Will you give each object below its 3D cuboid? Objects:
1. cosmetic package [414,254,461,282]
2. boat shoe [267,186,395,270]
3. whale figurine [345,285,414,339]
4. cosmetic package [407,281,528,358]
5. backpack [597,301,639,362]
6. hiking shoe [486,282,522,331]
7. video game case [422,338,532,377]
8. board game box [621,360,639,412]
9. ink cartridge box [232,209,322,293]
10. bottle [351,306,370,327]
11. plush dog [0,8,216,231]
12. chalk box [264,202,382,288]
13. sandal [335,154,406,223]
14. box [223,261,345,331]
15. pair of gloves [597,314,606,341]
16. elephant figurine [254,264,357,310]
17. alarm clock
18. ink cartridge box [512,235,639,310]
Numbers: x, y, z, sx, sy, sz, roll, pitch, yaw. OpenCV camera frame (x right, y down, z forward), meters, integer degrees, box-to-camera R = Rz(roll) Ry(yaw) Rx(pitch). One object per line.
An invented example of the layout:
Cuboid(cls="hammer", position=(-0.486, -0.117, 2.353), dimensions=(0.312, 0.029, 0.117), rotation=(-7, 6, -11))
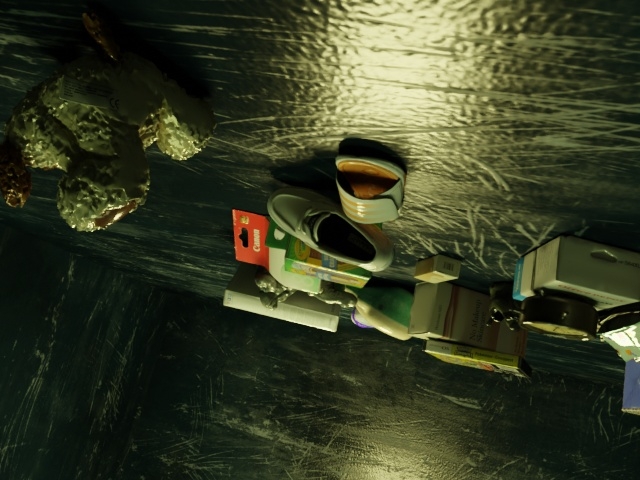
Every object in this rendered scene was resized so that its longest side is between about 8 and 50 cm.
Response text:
Cuboid(cls="cosmetic package", position=(0.266, 0.067, 1.298), dimensions=(0.060, 0.041, 0.115), rotation=(16, 166, -11))
Cuboid(cls="boat shoe", position=(0.006, -0.029, 0.967), dimensions=(0.258, 0.095, 0.084), rotation=(23, -175, 24))
Cuboid(cls="whale figurine", position=(0.188, 0.186, 1.726), dimensions=(0.216, 0.141, 0.272), rotation=(28, -175, -45))
Cuboid(cls="cosmetic package", position=(0.404, 0.219, 1.544), dimensions=(0.295, 0.153, 0.129), rotation=(16, 165, -15))
Cuboid(cls="backpack", position=(0.592, 0.134, 0.972), dimensions=(0.144, 0.165, 0.188), rotation=(45, 165, 19))
Cuboid(cls="hiking shoe", position=(0.476, 0.155, 1.293), dimensions=(0.086, 0.114, 0.226), rotation=(19, 165, -23))
Cuboid(cls="video game case", position=(0.433, 0.324, 1.547), dimensions=(0.248, 0.035, 0.275), rotation=(6, 165, 27))
Cuboid(cls="board game box", position=(0.829, 0.282, 1.209), dimensions=(0.290, 0.232, 0.141), rotation=(11, 166, 9))
Cuboid(cls="ink cartridge box", position=(-0.100, 0.027, 1.316), dimensions=(0.224, 0.056, 0.181), rotation=(11, 137, 6))
Cuboid(cls="bottle", position=(0.181, 0.268, 2.062), dimensions=(0.118, 0.092, 0.283), rotation=(15, 166, -11))
Cuboid(cls="plush dog", position=(-0.296, -0.150, 0.703), dimensions=(0.225, 0.262, 0.211), rotation=(-6, 124, 31))
Cuboid(cls="chalk box", position=(0.000, 0.000, 1.105), dimensions=(0.212, 0.133, 0.132), rotation=(13, 167, -1))
Cuboid(cls="sandal", position=(0.086, -0.057, 0.909), dimensions=(0.101, 0.076, 0.265), rotation=(9, 165, 17))
Cuboid(cls="box", position=(-0.091, 0.141, 1.634), dimensions=(0.321, 0.059, 0.232), rotation=(14, -153, 2))
Cuboid(cls="pair of gloves", position=(0.776, 0.229, 1.451), dimensions=(0.239, 0.042, 0.204), rotation=(17, 162, -21))
Cuboid(cls="elephant figurine", position=(-0.040, 0.085, 1.467), dimensions=(0.239, 0.186, 0.169), rotation=(-14, -162, 8))
Cuboid(cls="alarm clock", position=(0.438, 0.143, 1.024), dimensions=(0.192, 0.064, 0.129), rotation=(28, 161, -37))
Cuboid(cls="ink cartridge box", position=(0.458, 0.068, 1.028), dimensions=(0.148, 0.086, 0.203), rotation=(13, 167, 2))
